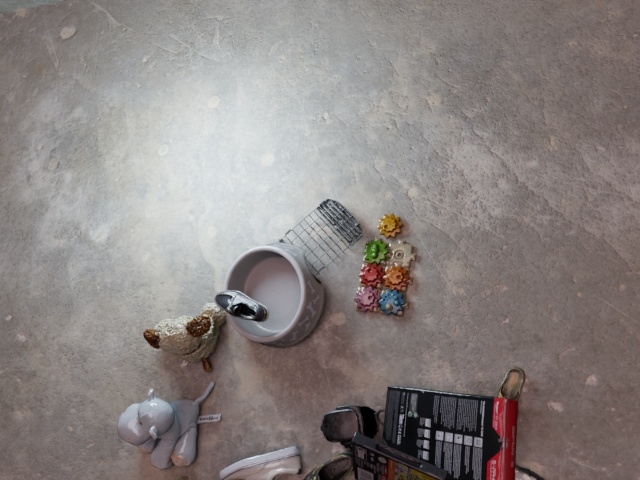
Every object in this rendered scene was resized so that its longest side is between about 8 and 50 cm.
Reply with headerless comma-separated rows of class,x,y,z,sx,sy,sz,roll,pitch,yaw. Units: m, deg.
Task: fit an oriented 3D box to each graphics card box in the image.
graphics card box,0.342,0.529,1.542,0.371,0.094,0.232,-7,70,41

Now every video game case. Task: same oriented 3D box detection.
video game case,0.207,0.634,1.538,0.248,0.274,0.035,17,52,20

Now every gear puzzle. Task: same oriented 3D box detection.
gear puzzle,0.213,0.070,1.825,0.176,0.044,0.338,6,75,18

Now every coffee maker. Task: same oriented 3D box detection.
coffee maker,0.103,0.523,1.644,0.171,0.178,0.120,-34,68,4

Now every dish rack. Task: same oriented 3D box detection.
dish rack,0.000,0.000,1.896,0.271,0.074,0.208,-42,68,-2

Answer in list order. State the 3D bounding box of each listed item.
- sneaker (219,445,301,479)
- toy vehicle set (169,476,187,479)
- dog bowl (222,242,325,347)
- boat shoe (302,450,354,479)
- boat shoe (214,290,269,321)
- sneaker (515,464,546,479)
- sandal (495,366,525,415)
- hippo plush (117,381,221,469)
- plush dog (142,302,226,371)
sneaker,-0.181,0.699,1.715,0.258,0.094,0.091,-19,65,9
toy vehicle set,-0.429,0.855,1.698,0.035,0.166,0.266,-19,69,9
dog bowl,-0.162,0.172,1.829,0.349,0.102,0.348,-3,82,26
boat shoe,0.009,0.701,1.674,0.228,0.068,0.081,-39,67,1
boat shoe,-0.258,0.204,1.777,0.206,0.065,0.075,16,93,28
sneaker,0.478,0.641,1.544,0.297,0.111,0.129,31,89,23
sandal,0.536,0.445,1.615,0.072,0.049,0.180,17,78,20
hippo plush,-0.485,0.587,1.759,0.294,0.236,0.234,-20,69,9
plush dog,-0.434,0.317,1.834,0.263,0.225,0.210,-21,69,9
